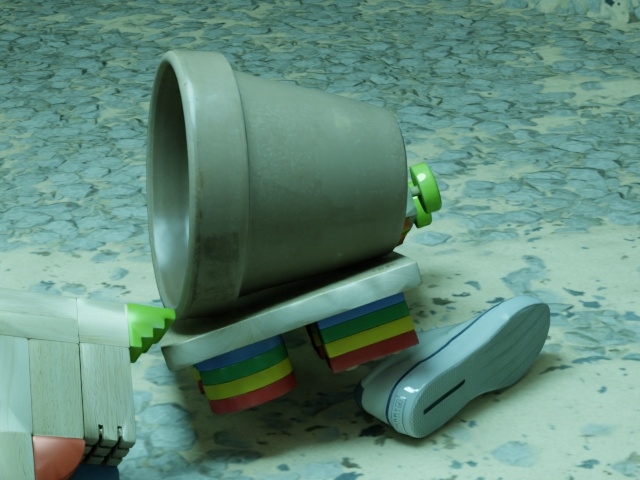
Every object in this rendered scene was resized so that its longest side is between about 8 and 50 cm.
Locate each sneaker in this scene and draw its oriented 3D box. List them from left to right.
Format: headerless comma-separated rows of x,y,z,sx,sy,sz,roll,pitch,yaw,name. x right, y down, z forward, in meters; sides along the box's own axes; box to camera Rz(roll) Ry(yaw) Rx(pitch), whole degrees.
0.137,0.113,1.717,0.091,0.094,0.258,22,32,37,sneaker

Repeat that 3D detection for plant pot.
-0.041,-0.056,1.647,0.229,0.263,0.263,-1,21,-14,plant pot

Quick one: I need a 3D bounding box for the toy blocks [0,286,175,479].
-0.307,0.169,1.427,0.381,0.191,0.261,9,53,-26,toy blocks

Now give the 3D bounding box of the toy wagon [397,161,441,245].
0.000,0.000,1.920,0.267,0.068,0.344,-19,-7,-3,toy wagon

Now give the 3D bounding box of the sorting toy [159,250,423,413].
-0.030,0.093,1.694,0.255,0.089,0.257,-19,6,-5,sorting toy
